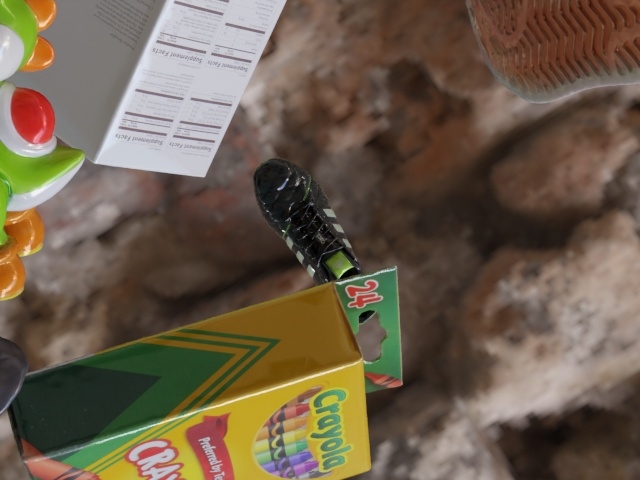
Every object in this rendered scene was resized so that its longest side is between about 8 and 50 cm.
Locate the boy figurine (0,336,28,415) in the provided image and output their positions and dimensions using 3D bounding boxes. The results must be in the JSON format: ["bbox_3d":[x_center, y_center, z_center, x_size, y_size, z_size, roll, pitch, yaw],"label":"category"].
[{"bbox_3d":[-0.273,0.020,0.806,0.177,0.285,0.092,-56,-151,-6],"label":"boy figurine"}]

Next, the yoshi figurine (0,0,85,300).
[{"bbox_3d":[-0.366,-0.129,1.726,0.204,0.362,0.203,24,-144,39],"label":"yoshi figurine"}]

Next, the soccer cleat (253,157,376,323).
[{"bbox_3d":[0.000,0.000,1.654,0.060,0.179,0.072,-37,-152,-8],"label":"soccer cleat"}]

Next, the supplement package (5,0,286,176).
[{"bbox_3d":[-0.201,-0.237,2.045,0.198,0.199,0.262,5,115,-55],"label":"supplement package"}]

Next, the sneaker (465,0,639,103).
[{"bbox_3d":[0.202,-0.156,1.203,0.121,0.108,0.302,-19,-167,-19],"label":"sneaker"}]

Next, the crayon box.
[{"bbox_3d":[-0.075,0.141,1.458,0.319,0.081,0.202,-17,148,-6],"label":"crayon box"}]
